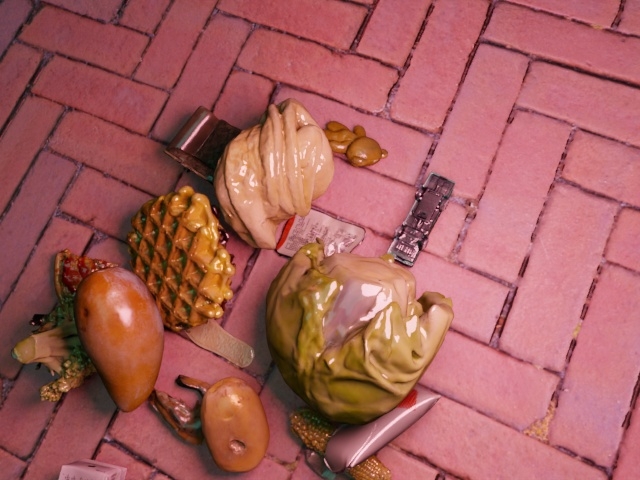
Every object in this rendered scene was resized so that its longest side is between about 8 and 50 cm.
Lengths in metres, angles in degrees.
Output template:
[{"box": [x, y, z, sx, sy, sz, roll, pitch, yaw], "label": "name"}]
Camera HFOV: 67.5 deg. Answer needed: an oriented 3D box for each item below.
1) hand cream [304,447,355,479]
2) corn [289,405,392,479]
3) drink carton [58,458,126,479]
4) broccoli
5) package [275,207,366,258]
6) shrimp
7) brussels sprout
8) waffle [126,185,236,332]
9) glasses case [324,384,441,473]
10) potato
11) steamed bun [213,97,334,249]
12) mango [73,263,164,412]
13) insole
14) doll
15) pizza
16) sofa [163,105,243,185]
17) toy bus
[{"box": [0.028, 0.579, 1.201, 0.165, 0.037, 0.057, 37, 84, 7], "label": "hand cream"}, {"box": [0.044, 0.513, 1.183, 0.288, 0.086, 0.087, 33, 83, 13], "label": "corn"}, {"box": [-0.605, 0.692, 1.228, 0.134, 0.102, 0.223, 7, 78, 12], "label": "drink carton"}, {"box": [-0.705, 0.283, 1.266, 0.246, 0.243, 0.263, 29, 86, 11], "label": "broccoli"}, {"box": [0.000, 0.000, 1.339, 0.231, 0.040, 0.166, 20, 77, 20], "label": "package"}, {"box": [-0.361, 0.428, 1.277, 0.254, 0.059, 0.145, 42, 83, 15], "label": "shrimp"}, {"box": [0.065, 0.223, 1.116, 0.425, 0.342, 0.361, 30, 115, 42], "label": "brussels sprout"}, {"box": [-0.384, 0.058, 1.273, 0.382, 0.095, 0.380, -20, 86, 36], "label": "waffle"}, {"box": [0.144, 0.424, 1.123, 0.308, 0.128, 0.083, -30, 81, -21], "label": "glasses case"}, {"box": [-0.210, 0.461, 1.206, 0.150, 0.146, 0.234, -15, 90, 24], "label": "potato"}, {"box": [-0.102, -0.163, 1.240, 0.230, 0.325, 0.372, 31, 81, 20], "label": "steamed bun"}, {"box": [-0.500, 0.245, 1.217, 0.198, 0.221, 0.384, -12, 98, -26], "label": "mango"}, {"box": [-0.291, 0.271, 1.327, 0.247, 0.011, 0.081, 28, 81, 13], "label": "insole"}, {"box": [0.084, -0.271, 1.376, 0.137, 0.097, 0.209, -30, 54, -31], "label": "doll"}, {"box": [-0.692, 0.097, 1.404, 0.198, 0.062, 0.188, -20, 77, 2], "label": "pizza"}, {"box": [-0.292, -0.257, 1.350, 0.258, 0.182, 0.200, 34, 83, 25], "label": "sofa"}, {"box": [0.268, -0.052, 1.272, 0.091, 0.109, 0.262, 29, 80, 15], "label": "toy bus"}]
